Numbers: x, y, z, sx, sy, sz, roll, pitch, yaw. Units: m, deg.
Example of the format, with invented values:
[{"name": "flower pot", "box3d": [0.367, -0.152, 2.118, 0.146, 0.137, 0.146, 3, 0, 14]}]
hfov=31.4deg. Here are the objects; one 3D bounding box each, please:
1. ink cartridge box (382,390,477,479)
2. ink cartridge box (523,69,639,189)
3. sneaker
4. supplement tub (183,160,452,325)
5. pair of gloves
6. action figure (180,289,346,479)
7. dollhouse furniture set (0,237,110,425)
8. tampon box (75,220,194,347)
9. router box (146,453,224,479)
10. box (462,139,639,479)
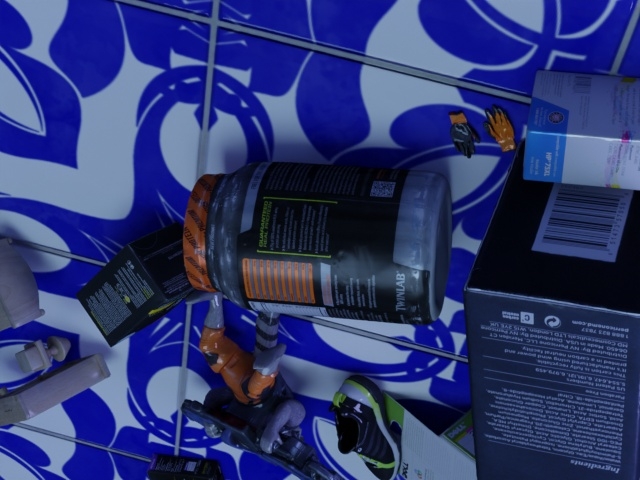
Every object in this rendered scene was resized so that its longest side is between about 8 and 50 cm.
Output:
[{"name": "ink cartridge box", "box3d": [0.220, 0.353, 1.880, 0.255, 0.097, 0.189, 36, 144, 33]}, {"name": "ink cartridge box", "box3d": [0.364, -0.129, 1.356, 0.231, 0.134, 0.078, 7, 132, 12]}, {"name": "sneaker", "box3d": [0.061, 0.324, 1.875, 0.084, 0.097, 0.235, 14, 135, 41]}, {"name": "supplement tub", "box3d": [0.000, 0.000, 1.534, 0.337, 0.207, 0.207, 5, 132, 13]}, {"name": "pair of gloves", "box3d": [0.209, -0.140, 1.479, 0.083, 0.010, 0.074, -7, 129, 23]}, {"name": "action figure", "box3d": [-0.069, 0.249, 1.813, 0.341, 0.178, 0.330, 25, 145, 29]}, {"name": "dollhouse furniture set", "box3d": [-0.525, 0.112, 1.915, 0.303, 0.173, 0.356, -20, 94, 45]}, {"name": "tampon box", "box3d": [-0.265, 0.066, 1.716, 0.161, 0.120, 0.101, -38, 85, 39]}, {"name": "router box", "box3d": [-0.244, 0.483, 2.160, 0.133, 0.046, 0.179, 4, 132, 14]}, {"name": "box", "box3d": [0.329, 0.118, 1.470, 0.211, 0.294, 0.396, 8, 133, 21]}]
